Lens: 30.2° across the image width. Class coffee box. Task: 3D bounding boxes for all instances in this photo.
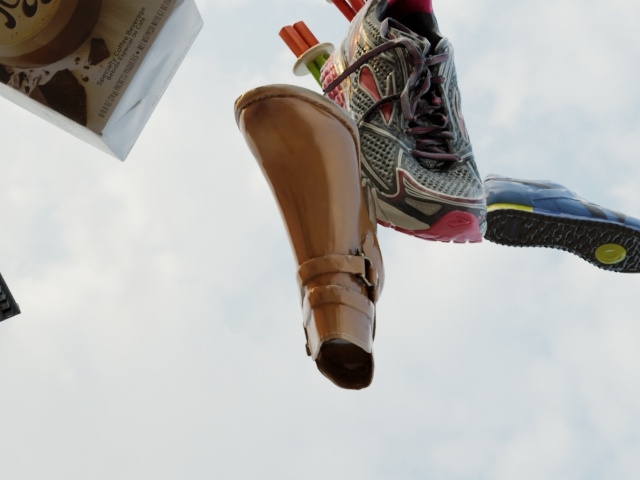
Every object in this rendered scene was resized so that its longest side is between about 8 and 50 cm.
[{"bbox_3d":[-0.287,-0.225,1.149,0.297,0.119,0.168,27,-97,7],"label":"coffee box"}]

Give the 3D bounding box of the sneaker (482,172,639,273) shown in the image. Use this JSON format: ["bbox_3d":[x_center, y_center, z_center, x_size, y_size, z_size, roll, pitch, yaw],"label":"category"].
[{"bbox_3d":[0.262,-0.026,1.215,0.209,0.082,0.069,13,-44,0],"label":"sneaker"}]

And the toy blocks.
[{"bbox_3d":[0.012,-0.225,1.241,0.123,0.054,0.148,-33,-104,1],"label":"toy blocks"}]

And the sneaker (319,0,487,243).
[{"bbox_3d":[0.071,-0.111,0.997,0.112,0.120,0.299,-61,-149,35],"label":"sneaker"}]

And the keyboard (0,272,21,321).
[{"bbox_3d":[-0.345,0.083,1.001,0.108,0.180,0.023,79,-16,-52],"label":"keyboard"}]

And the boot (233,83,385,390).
[{"bbox_3d":[0.000,0.000,0.801,0.072,0.197,0.152,-14,-126,21],"label":"boot"}]
